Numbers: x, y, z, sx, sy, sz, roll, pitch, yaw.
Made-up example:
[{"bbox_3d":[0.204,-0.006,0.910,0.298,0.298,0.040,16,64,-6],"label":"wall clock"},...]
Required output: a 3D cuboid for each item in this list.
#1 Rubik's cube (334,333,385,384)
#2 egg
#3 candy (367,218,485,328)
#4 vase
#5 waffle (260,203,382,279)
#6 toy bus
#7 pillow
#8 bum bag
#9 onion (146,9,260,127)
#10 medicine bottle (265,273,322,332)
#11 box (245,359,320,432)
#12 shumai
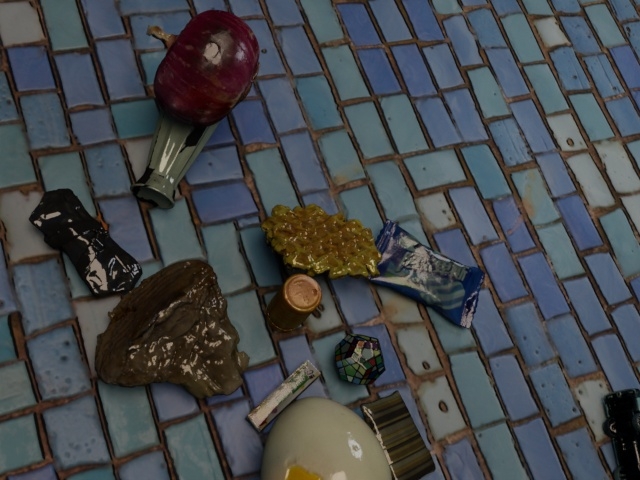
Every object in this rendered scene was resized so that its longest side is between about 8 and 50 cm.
[{"bbox_3d":[0.095,0.287,1.880,0.133,0.133,0.112,-23,53,-24],"label":"Rubik's cube"},{"bbox_3d":[0.009,0.501,1.669,0.283,0.283,0.345,-4,58,-19],"label":"egg"},{"bbox_3d":[0.277,0.086,2.042,0.331,0.077,0.187,28,65,-8],"label":"candy"},{"bbox_3d":[-0.353,-0.260,1.949,0.165,0.165,0.360,22,67,-8],"label":"vase"},{"bbox_3d":[0.000,0.000,1.918,0.302,0.068,0.325,8,27,-19],"label":"waffle"},{"bbox_3d":[0.850,0.523,2.010,0.165,0.133,0.271,2,70,-22],"label":"toy bus"},{"bbox_3d":[0.181,0.463,1.816,0.208,0.052,0.212,2,60,-59],"label":"pillow"},{"bbox_3d":[-0.550,0.008,1.815,0.310,0.074,0.137,47,53,4],"label":"bum bag"},{"bbox_3d":[-0.268,-0.406,1.819,0.272,0.230,0.256,10,74,-20],"label":"onion"},{"bbox_3d":[-0.065,0.151,1.840,0.096,0.192,0.096,6,68,-15],"label":"medicine bottle"},{"bbox_3d":[-0.086,0.366,1.829,0.050,0.041,0.207,46,62,8],"label":"box"},{"bbox_3d":[-0.320,0.229,1.776,0.283,0.217,0.346,46,70,-31],"label":"shumai"}]
